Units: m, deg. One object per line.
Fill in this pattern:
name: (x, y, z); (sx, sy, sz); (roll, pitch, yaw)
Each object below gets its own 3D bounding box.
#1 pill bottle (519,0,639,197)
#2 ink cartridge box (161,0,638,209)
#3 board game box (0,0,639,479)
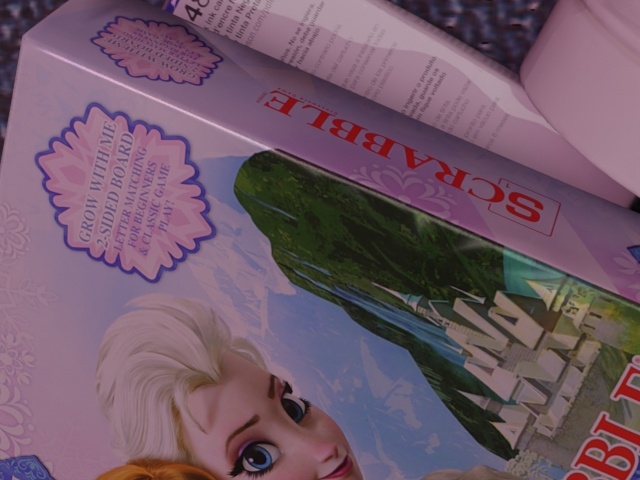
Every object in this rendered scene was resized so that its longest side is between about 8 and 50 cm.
pill bottle: (0.202, -0.144, 0.453); (0.160, 0.160, 0.283); (31, 116, 2)
ink cartridge box: (0.000, 0.000, 0.584); (0.224, 0.045, 0.223); (31, 105, 1)
board game box: (0.003, 0.099, 0.530); (0.318, 0.066, 0.319); (23, 124, 6)
